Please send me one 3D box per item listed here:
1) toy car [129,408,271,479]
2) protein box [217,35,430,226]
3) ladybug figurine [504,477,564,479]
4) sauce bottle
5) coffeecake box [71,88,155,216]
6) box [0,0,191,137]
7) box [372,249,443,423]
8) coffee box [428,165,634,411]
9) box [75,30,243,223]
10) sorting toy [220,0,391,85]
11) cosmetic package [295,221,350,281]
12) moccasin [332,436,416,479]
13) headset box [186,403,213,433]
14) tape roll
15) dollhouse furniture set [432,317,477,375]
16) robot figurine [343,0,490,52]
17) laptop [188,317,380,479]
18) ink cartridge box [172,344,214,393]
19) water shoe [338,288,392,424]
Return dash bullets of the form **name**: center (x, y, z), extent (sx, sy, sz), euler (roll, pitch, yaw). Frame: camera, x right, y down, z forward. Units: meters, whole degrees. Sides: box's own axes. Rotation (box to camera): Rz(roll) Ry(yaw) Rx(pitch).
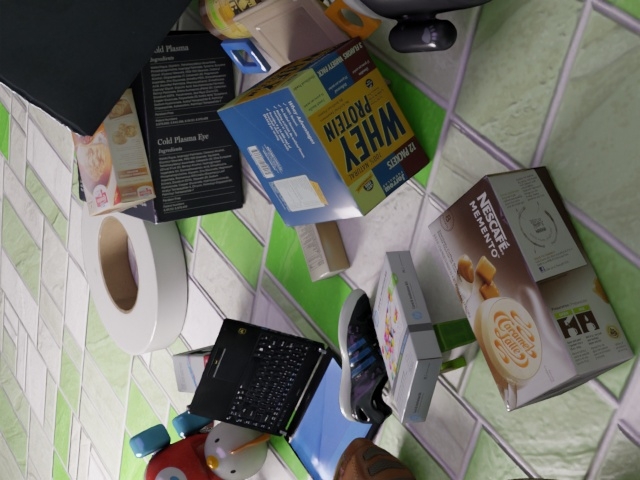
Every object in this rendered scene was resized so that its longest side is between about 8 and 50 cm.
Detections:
- **toy car**: center (-0.184, 0.392, 1.990), extent (0.238, 0.210, 0.219), euler (-37, 79, 42)
- **protein box**: center (0.001, -0.141, 1.510), extent (0.201, 0.136, 0.200), euler (-7, 118, 58)
- **ladybug figurine**: center (0.267, 0.428, 1.302), extent (0.449, 0.162, 0.305), euler (-45, 62, 52)
- **sauce bottle**: center (-0.060, -0.374, 1.624), extent (0.344, 0.111, 0.111), euler (-6, 94, 57)
- **coffeecake box**: center (-0.352, -0.144, 1.856), extent (0.142, 0.068, 0.185), euler (-15, 88, 56)
- **box**: center (-0.425, -0.495, 1.789), extent (0.480, 0.297, 0.472), euler (-54, 45, 0)
- **box**: center (0.114, 0.129, 1.494), extent (0.145, 0.038, 0.186), euler (98, 165, -47)
- **coffee box**: center (0.240, 0.055, 1.291), extent (0.141, 0.098, 0.246), euler (-44, 63, 53)
- **box**: center (-0.304, -0.216, 1.990), extent (0.343, 0.179, 0.312), euler (16, 114, 54)
- **sorting toy**: center (-0.007, -0.276, 1.554), extent (0.196, 0.047, 0.348), euler (43, 156, -22)
- **cosmetic package**: center (0.000, 0.000, 1.706), extent (0.060, 0.041, 0.115), euler (-30, 74, 56)
- **moccasin**: center (0.044, 0.476, 1.696), extent (0.147, 0.139, 0.380), euler (44, 137, 52)
- **headset box**: center (-0.242, 0.367, 2.209), extent (0.062, 0.032, 0.083), euler (36, 128, 47)
- **tape roll**: center (-0.395, 0.045, 2.315), extent (0.392, 0.072, 0.392), euler (25, 121, 53)
- **dollhouse furniture set**: center (0.146, 0.149, 1.506), extent (0.152, 0.059, 0.076), euler (-34, 70, 56)
- **robot figurine**: center (0.123, -0.347, 1.290), extent (0.173, 0.209, 0.278), euler (43, 160, -28)
- **laptop**: center (-0.064, 0.277, 1.773), extent (0.136, 0.264, 0.234), euler (-87, 17, -52)
- **ink cartridge box**: center (-0.167, 0.223, 1.955), extent (0.175, 0.127, 0.072), euler (-8, 93, 58)
- **water shoe**: center (0.075, 0.171, 1.636), extent (0.080, 0.073, 0.203), euler (6, 104, 27)
